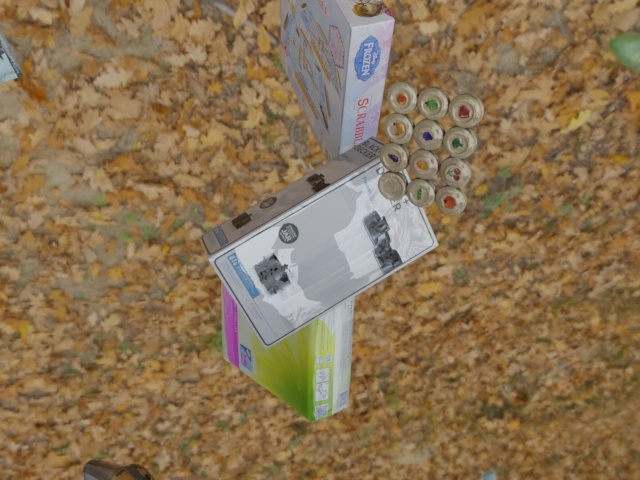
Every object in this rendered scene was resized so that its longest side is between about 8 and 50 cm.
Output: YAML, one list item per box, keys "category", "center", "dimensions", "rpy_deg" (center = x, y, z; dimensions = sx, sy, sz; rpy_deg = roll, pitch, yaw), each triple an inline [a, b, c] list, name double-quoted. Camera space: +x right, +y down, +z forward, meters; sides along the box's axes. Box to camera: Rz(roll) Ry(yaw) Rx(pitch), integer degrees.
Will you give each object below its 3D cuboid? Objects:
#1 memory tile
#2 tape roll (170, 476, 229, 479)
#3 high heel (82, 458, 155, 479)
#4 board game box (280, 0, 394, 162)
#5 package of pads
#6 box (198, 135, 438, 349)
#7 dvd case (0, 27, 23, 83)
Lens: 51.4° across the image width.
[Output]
- category: "memory tile"
  center: [0.120, -0.103, 0.757]
  dimensions: [0.012, 0.113, 0.148]
  rpy_deg: [-41, 142, -48]
- category: "tape roll"
  center: [-0.045, 0.338, 0.783]
  dimensions: [0.274, 0.090, 0.275]
  rpy_deg: [5, 160, 2]
- category: "high heel"
  center: [-0.266, 0.453, 0.989]
  dimensions: [0.093, 0.261, 0.186]
  rpy_deg: [-25, -171, -42]
- category: "board game box"
  center: [0.010, -0.310, 1.055]
  dimensions: [0.066, 0.319, 0.318]
  rpy_deg: [-15, 148, -13]
- category: "package of pads"
  center: [-0.064, 0.142, 1.152]
  dimensions: [0.101, 0.296, 0.229]
  rpy_deg: [-10, 110, -38]
- category: "box"
  center: [0.000, 0.000, 0.928]
  dimensions: [0.290, 0.087, 0.169]
  rpy_deg: [-30, 115, -7]
- category: "dvd case"
  center: [-0.398, -0.193, 0.724]
  dimensions: [0.119, 0.013, 0.087]
  rpy_deg: [-25, 154, -16]
